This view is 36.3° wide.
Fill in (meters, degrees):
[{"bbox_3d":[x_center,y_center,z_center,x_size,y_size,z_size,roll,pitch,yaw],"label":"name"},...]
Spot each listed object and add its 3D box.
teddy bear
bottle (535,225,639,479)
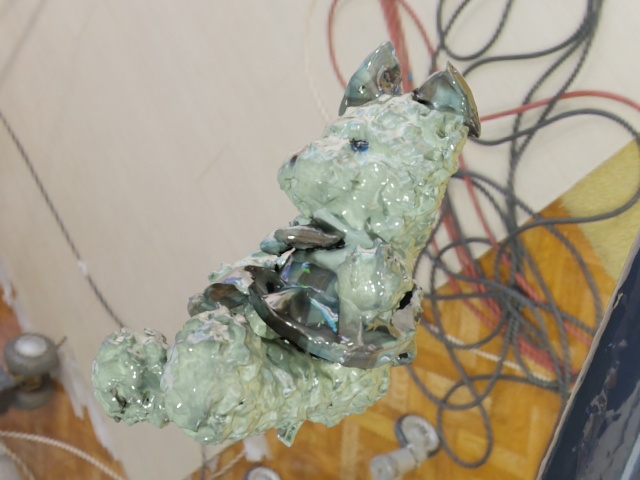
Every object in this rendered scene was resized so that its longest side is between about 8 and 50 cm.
[{"bbox_3d":[0.008,0.019,0.438,0.111,0.213,0.133,50,158,-23],"label":"teddy bear"},{"bbox_3d":[0.136,0.032,0.344,0.082,0.072,0.245,-169,102,-82],"label":"bottle"}]
